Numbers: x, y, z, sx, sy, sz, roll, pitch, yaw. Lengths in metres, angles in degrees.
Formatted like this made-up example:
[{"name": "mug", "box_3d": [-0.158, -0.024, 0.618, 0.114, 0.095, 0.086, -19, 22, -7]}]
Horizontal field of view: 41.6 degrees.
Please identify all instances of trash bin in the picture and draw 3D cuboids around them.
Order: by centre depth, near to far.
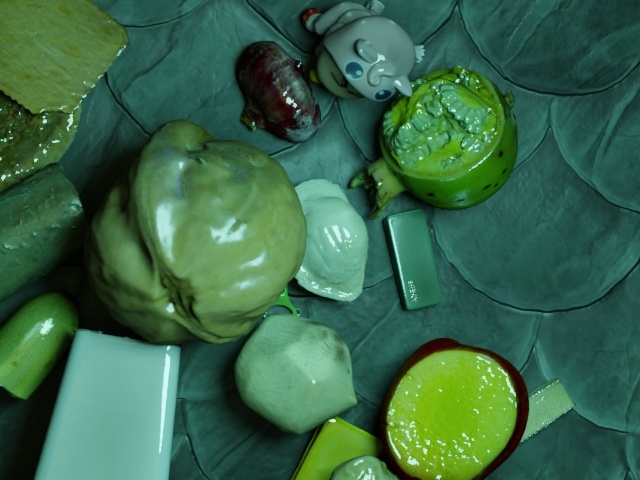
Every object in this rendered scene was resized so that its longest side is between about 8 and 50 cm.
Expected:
[{"name": "trash bin", "box_3d": [-0.328, 0.347, 1.397, 0.296, 0.256, 0.367, 10, 76, -9]}]

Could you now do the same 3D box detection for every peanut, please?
[{"name": "peanut", "box_3d": [0.114, 0.497, 1.478, 0.152, 0.152, 0.313, -37, 121, -12]}]

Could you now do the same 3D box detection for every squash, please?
[{"name": "squash", "box_3d": [-0.483, 0.166, 1.436, 0.123, 0.123, 0.186, 41, 75, -6]}]

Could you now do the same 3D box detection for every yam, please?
[{"name": "yam", "box_3d": [-0.514, 0.000, 1.414, 0.268, 0.161, 0.161, -34, 93, -11]}]

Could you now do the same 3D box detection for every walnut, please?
[{"name": "walnut", "box_3d": [-0.204, -0.009, 1.371, 0.384, 0.383, 0.383, 1, 86, -11]}]

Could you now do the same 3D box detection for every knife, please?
[{"name": "knife", "box_3d": [-0.067, 0.067, 1.571, 0.078, 0.022, 0.166, 7, 85, -16]}]

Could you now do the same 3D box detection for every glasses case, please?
[{"name": "glasses case", "box_3d": [0.177, 0.037, 1.612, 0.078, 0.039, 0.184, -12, 89, -12]}]

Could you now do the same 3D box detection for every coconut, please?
[{"name": "coconut", "box_3d": [-0.034, 0.234, 1.477, 0.224, 0.224, 0.224, 1, 86, -11]}]

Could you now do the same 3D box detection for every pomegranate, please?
[{"name": "pomegranate", "box_3d": [0.206, -0.165, 1.543, 0.341, 0.260, 0.260, -34, 94, 19]}]

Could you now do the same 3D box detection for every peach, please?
[{"name": "peach", "box_3d": [0.237, 0.327, 1.504, 0.274, 0.249, 0.245, -55, 136, -15]}]

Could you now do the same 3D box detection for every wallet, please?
[{"name": "wallet", "box_3d": [0.013, 0.445, 1.543, 0.141, 0.067, 0.241, 28, 86, -13]}]

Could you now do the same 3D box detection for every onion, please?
[{"name": "onion", "box_3d": [-0.079, -0.271, 1.552, 0.151, 0.098, 0.206, -41, 95, -13]}]

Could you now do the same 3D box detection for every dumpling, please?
[{"name": "dumpling", "box_3d": [0.001, 0.004, 1.534, 0.167, 0.126, 0.215, -10, 104, -19]}]

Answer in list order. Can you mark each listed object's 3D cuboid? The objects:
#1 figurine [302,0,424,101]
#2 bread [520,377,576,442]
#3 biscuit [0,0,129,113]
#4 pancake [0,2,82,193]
[{"name": "figurine", "box_3d": [0.070, -0.344, 1.534, 0.176, 0.287, 0.186, 23, 121, -37]}, {"name": "bread", "box_3d": [0.421, 0.333, 1.647, 0.154, 0.028, 0.068, -32, 92, -11]}, {"name": "biscuit", "box_3d": [-0.483, -0.346, 1.460, 0.237, 0.013, 0.232, 36, 73, -12]}, {"name": "pancake", "box_3d": [-0.603, -0.241, 1.458, 0.383, 0.071, 0.382, 1, 85, -13]}]
